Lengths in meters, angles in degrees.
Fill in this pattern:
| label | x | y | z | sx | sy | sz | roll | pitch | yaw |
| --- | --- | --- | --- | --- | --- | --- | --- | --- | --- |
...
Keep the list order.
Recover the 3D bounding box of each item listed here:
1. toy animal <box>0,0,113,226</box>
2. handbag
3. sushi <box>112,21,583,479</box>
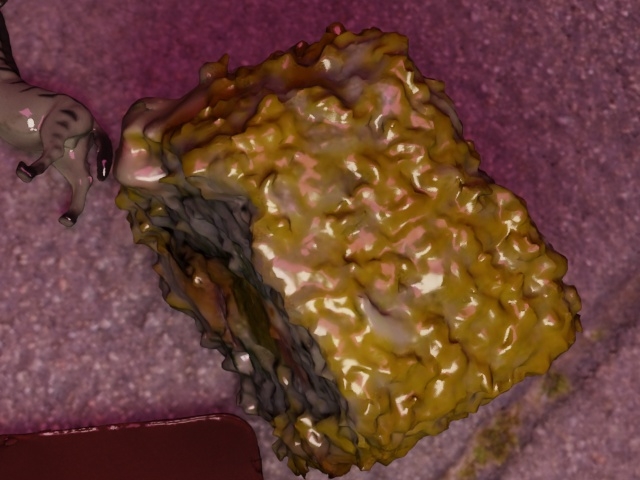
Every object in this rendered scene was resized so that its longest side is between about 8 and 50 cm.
| label | x | y | z | sx | sy | sz | roll | pitch | yaw |
| --- | --- | --- | --- | --- | --- | --- | --- | --- | --- |
| toy animal | -0.283 | -0.129 | 1.574 | 0.217 | 0.073 | 0.176 | 29 | 57 | -1 |
| handbag | -0.160 | 0.283 | 1.410 | 0.260 | 0.084 | 0.275 | -4 | 53 | -9 |
| sushi | 0.000 | 0.000 | 1.393 | 0.240 | 0.396 | 0.351 | -33 | 93 | -17 |
